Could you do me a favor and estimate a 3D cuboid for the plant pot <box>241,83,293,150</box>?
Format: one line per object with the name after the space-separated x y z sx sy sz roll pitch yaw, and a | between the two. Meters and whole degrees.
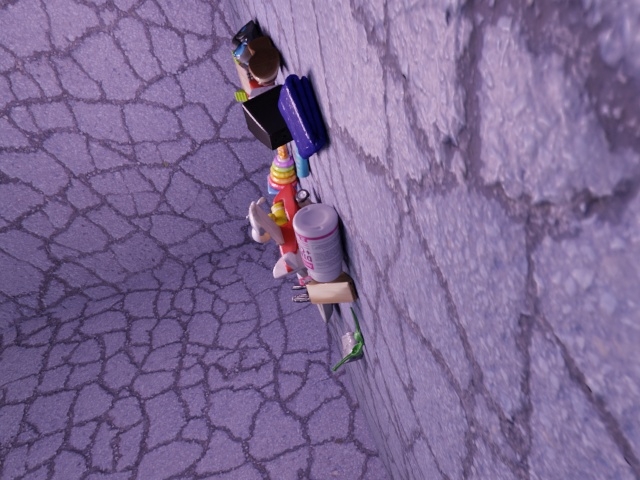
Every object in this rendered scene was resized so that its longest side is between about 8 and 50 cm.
-0.190 -0.487 1.701 0.167 0.188 0.188 58 170 14 | plant pot

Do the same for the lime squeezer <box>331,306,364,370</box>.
0.143 0.442 1.828 0.059 0.110 0.310 -60 -15 -77 | lime squeezer

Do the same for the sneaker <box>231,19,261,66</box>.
-0.307 -0.851 1.831 0.140 0.125 0.340 35 -144 -37 | sneaker

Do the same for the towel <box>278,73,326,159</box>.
-0.055 -0.384 1.313 0.227 0.076 0.308 66 174 -9 | towel

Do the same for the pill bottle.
0.001 0.017 1.525 0.283 0.161 0.160 78 171 -45 | pill bottle

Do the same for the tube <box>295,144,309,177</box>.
-0.077 -0.354 1.678 0.080 0.052 0.207 50 154 43 | tube

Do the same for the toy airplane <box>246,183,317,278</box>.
-0.164 -0.016 1.735 0.384 0.273 0.385 -49 -50 -62 | toy airplane

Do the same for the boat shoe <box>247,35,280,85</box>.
-0.208 -0.671 1.600 0.123 0.123 0.341 68 -178 -46 | boat shoe

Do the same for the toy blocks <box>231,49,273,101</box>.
-0.284 -0.701 1.994 0.261 0.191 0.381 51 162 39 | toy blocks

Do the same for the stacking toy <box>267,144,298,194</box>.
-0.198 -0.399 2.190 0.301 0.166 0.175 96 169 -47 | stacking toy

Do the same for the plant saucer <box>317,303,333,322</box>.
0.009 0.291 2.473 0.400 0.101 0.400 162 90 -84 | plant saucer

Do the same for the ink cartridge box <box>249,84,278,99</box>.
-0.231 -0.623 1.833 0.089 0.143 0.092 -90 -9 -47 | ink cartridge box

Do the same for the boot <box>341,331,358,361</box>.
0.153 0.535 2.072 0.258 0.095 0.123 104 154 -62 | boot

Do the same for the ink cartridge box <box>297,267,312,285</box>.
-0.055 0.114 2.192 0.100 0.172 0.237 154 97 -83 | ink cartridge box

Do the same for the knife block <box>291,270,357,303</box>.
0.001 0.208 1.685 0.276 0.242 0.088 -141 32 -78 | knife block
